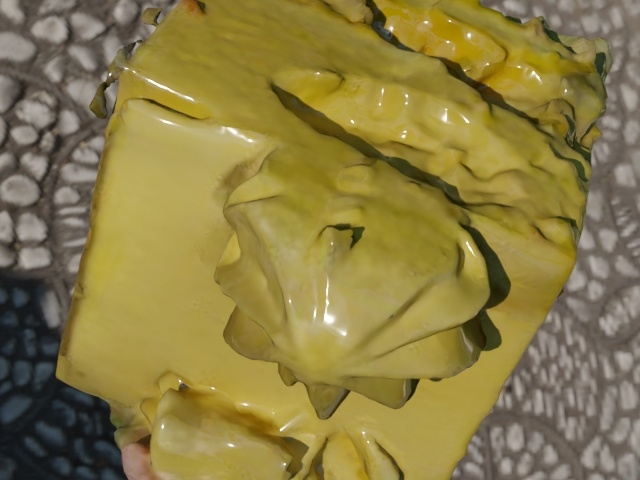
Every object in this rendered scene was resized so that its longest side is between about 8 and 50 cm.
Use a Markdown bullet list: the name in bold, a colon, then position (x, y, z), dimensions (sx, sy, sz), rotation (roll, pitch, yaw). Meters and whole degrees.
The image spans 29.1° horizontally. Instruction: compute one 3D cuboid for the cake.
- **cake**: position (0.000, 0.000, 0.614), dimensions (0.222, 0.227, 0.286), rotation (23, 43, 5)
